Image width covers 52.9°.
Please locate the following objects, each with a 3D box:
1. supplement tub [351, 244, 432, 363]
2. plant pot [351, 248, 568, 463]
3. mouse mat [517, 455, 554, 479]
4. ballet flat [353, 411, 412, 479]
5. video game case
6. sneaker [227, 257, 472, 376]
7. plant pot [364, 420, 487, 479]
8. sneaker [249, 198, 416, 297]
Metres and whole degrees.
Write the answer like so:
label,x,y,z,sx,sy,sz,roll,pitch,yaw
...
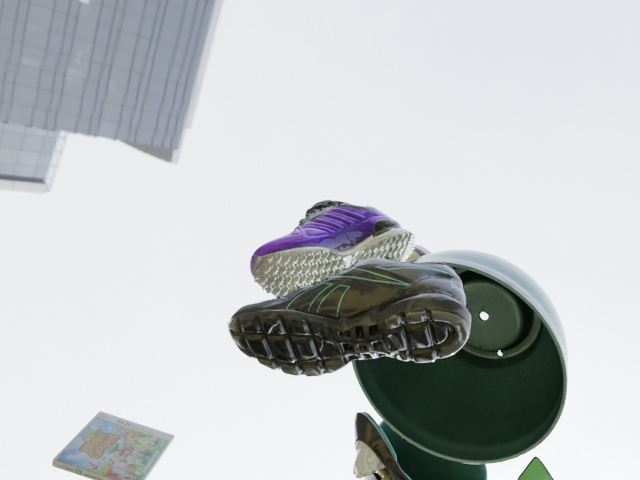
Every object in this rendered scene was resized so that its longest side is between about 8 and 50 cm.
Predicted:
label,x,y,z,sx,sy,sz,roll,pitch,yaw
supplement tub,0.120,0.149,1.481,0.228,0.316,0.228,33,-49,49
plant pot,0.214,0.137,0.922,0.293,0.196,0.293,10,-68,26
mouse mat,0.437,0.506,1.192,0.153,0.007,0.190,91,-25,-52
ballet flat,0.134,0.496,1.359,0.280,0.096,0.095,52,-33,22
video game case,-0.450,0.463,1.425,0.193,0.212,0.023,17,-75,4
sneaker,0.030,0.081,0.707,0.267,0.106,0.101,-5,-52,15
plant pot,0.241,0.624,1.638,0.293,0.293,0.235,41,-54,36
sneaker,0.000,0.001,1.036,0.146,0.293,0.102,51,-44,37
